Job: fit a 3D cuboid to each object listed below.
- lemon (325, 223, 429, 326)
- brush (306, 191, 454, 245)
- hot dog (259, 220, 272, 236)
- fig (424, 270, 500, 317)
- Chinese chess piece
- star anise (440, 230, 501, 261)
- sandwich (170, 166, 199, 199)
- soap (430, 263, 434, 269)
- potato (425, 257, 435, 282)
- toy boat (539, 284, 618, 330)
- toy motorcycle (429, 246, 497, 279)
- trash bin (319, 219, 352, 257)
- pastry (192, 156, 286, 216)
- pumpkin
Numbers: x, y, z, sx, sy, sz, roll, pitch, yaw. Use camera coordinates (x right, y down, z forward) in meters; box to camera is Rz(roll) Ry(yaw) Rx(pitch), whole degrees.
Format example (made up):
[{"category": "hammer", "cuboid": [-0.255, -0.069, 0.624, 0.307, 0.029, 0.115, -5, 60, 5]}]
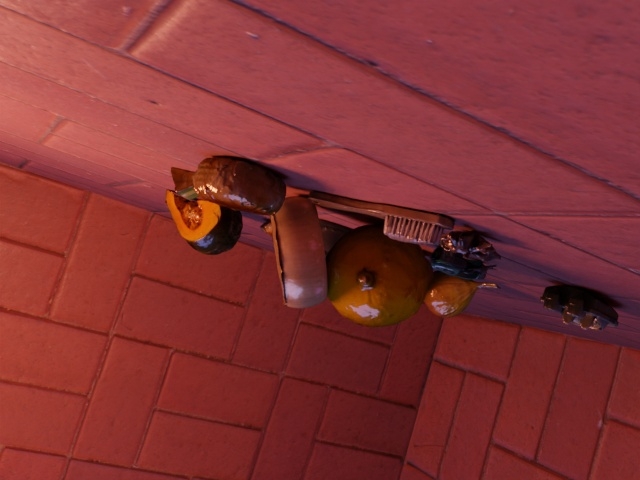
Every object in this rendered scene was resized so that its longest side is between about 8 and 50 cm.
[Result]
[{"category": "lemon", "cuboid": [0.134, 0.084, 1.606, 0.261, 0.260, 0.284, 12, -169, 37]}, {"category": "brush", "cuboid": [0.111, -0.044, 1.371, 0.328, 0.065, 0.070, 15, 177, 30]}, {"category": "hot dog", "cuboid": [-0.142, -0.034, 2.243, 0.099, 0.053, 0.192, 23, 170, -26]}, {"category": "fig", "cuboid": [0.445, 0.158, 2.127, 0.257, 0.159, 0.159, -12, 157, 40]}, {"category": "Chinese chess piece", "cuboid": [-0.052, 0.027, 1.546, 0.104, 0.257, 0.257, -8, 176, -5]}, {"category": "star anise", "cuboid": [0.310, 0.014, 1.360, 0.129, 0.056, 0.124, 19, 173, -18]}, {"category": "sandwich", "cuboid": [-0.306, -0.162, 1.701, 0.117, 0.074, 0.074, -19, 162, 16]}, {"category": "soap", "cuboid": [0.201, 0.085, 2.172, 0.159, 0.257, 0.302, -14, 149, -32]}, {"category": "potato", "cuboid": [0.191, 0.082, 1.876, 0.239, 0.115, 0.299, 0, -160, 32]}, {"category": "toy boat", "cuboid": [0.700, 0.190, 1.781, 0.141, 0.092, 0.320, 14, 175, 44]}, {"category": "toy motorcycle", "cuboid": [0.357, 0.062, 1.713, 0.173, 0.058, 0.100, 20, 168, -18]}, {"category": "trash bin", "cuboid": [0.000, 0.000, 1.944, 0.177, 0.101, 0.236, 19, 176, -36]}, {"category": "pastry", "cuboid": [-0.164, -0.106, 1.391, 0.182, 0.093, 0.192, 17, 174, -34]}, {"category": "pumpkin", "cuboid": [-0.375, -0.092, 2.211, 0.139, 0.190, 0.280, 25, -147, -59]}]
